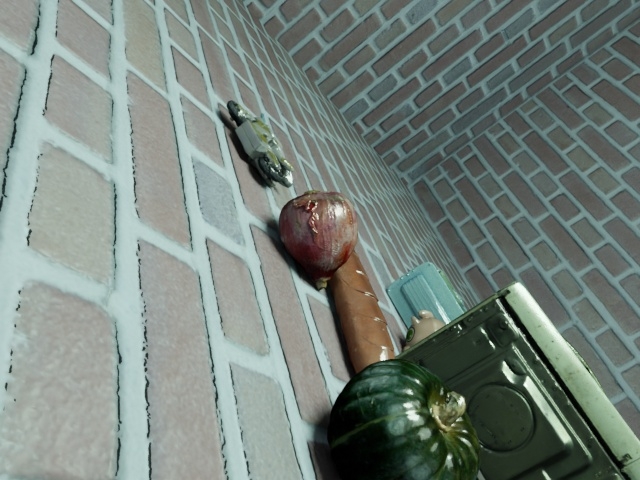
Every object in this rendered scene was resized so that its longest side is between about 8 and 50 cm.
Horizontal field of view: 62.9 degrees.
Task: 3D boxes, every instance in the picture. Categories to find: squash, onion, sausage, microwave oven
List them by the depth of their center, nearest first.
[{"bbox_3d":[0.111,0.262,0.694,0.218,0.172,0.218,16,65,-40],"label":"squash"},{"bbox_3d":[0.345,0.321,0.938,0.394,0.333,0.247,60,13,22],"label":"microwave oven"},{"bbox_3d":[0.000,0.000,0.999,0.159,0.160,0.194,-24,108,-73],"label":"onion"},{"bbox_3d":[0.065,0.117,1.015,0.088,0.088,0.433,41,20,-37],"label":"sausage"}]

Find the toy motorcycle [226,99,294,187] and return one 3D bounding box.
[{"bbox_3d":[-0.127,-0.210,1.166,0.225,0.073,0.152,59,14,18],"label":"toy motorcycle"}]

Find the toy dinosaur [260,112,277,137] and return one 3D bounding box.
[{"bbox_3d":[-0.127,-0.246,1.294,0.080,0.045,0.197,51,18,-62],"label":"toy dinosaur"}]

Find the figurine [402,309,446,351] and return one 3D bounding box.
[{"bbox_3d":[0.253,0.244,1.238,0.125,0.125,0.138,43,32,-34],"label":"figurine"}]

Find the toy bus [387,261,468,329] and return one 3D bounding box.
[{"bbox_3d":[0.334,0.229,1.419,0.190,0.152,0.312,24,34,-60],"label":"toy bus"}]
